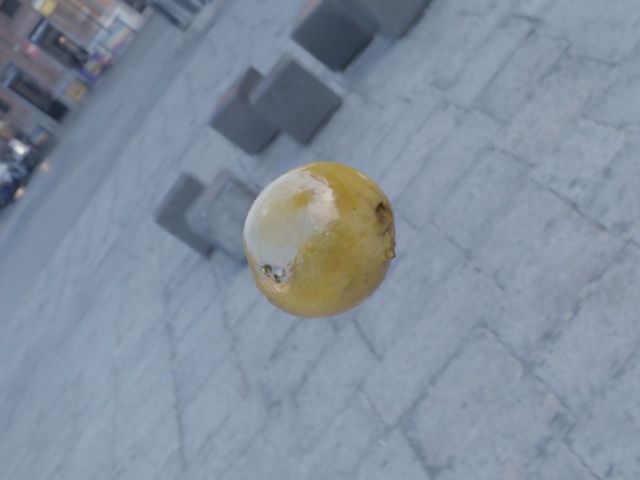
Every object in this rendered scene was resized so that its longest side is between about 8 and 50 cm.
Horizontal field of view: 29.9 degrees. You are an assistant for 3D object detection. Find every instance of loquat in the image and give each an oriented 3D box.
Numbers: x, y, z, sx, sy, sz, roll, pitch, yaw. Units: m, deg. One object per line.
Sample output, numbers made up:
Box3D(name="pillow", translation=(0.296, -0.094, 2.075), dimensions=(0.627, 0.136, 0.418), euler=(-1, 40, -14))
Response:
Box3D(name="loquat", translation=(0.000, 0.000, 1.064), dimensions=(0.141, 0.141, 0.141), euler=(-49, 16, 19))
